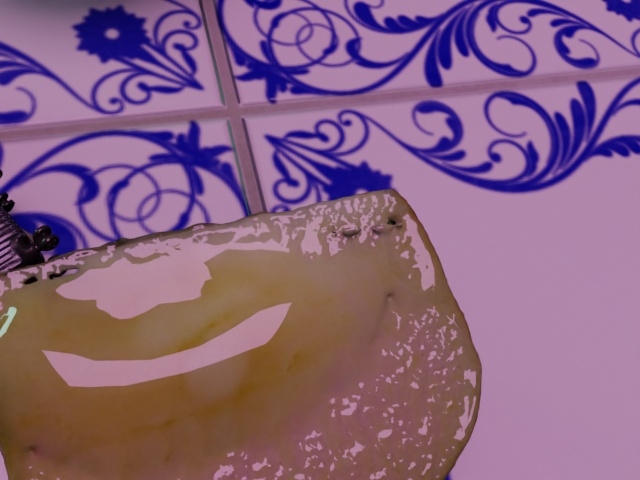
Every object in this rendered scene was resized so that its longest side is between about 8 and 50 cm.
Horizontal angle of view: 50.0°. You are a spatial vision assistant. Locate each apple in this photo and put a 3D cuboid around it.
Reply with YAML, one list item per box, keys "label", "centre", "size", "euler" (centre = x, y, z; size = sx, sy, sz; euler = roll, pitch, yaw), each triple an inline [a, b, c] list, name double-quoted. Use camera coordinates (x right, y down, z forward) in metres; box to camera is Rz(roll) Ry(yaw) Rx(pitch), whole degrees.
- label: "apple"
  centre: [-0.047, 0.089, 0.391]
  size: [0.264, 0.120, 0.193]
  euler: [-14, 80, -14]

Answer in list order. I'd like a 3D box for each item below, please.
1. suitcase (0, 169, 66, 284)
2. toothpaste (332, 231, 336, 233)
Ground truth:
- label: "suitcase"
  centre: [-0.232, 0.020, 0.420]
  size: [0.126, 0.059, 0.086]
  euler: [-38, 74, -25]
- label: "toothpaste"
  centre: [0.000, 0.000, 0.498]
  size: [0.083, 0.019, 0.027]
  euler: [24, 38, 1]
